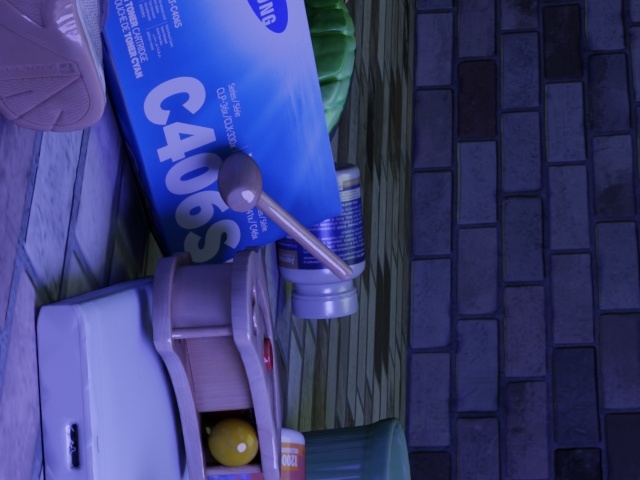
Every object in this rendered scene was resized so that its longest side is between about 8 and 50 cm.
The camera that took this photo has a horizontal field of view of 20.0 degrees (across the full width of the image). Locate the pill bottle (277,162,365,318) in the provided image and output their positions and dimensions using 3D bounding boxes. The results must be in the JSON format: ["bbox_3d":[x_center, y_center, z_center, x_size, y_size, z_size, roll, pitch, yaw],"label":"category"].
[{"bbox_3d":[0.000,0.000,2.295,0.112,0.112,0.186,-50,137,-78],"label":"pill bottle"}]

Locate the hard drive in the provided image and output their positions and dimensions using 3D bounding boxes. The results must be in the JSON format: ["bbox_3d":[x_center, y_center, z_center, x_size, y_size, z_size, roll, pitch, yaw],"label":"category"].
[{"bbox_3d":[-0.157,0.139,1.441,0.307,0.040,0.203,-18,106,-81],"label":"hard drive"}]

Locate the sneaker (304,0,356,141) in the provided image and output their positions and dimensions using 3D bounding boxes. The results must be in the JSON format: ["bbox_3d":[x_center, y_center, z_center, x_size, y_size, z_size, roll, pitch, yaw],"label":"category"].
[{"bbox_3d":[-0.035,-0.161,1.867,0.482,0.185,0.202,-79,160,-54],"label":"sneaker"}]

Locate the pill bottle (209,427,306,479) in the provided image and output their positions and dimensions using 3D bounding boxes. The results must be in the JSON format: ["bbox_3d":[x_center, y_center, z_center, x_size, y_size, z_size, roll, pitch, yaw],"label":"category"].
[{"bbox_3d":[-0.072,0.284,1.689,0.121,0.121,0.216,49,39,-77],"label":"pill bottle"}]

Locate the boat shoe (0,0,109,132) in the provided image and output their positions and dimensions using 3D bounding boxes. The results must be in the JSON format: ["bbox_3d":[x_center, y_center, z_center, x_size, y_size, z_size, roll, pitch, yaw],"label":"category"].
[{"bbox_3d":[-0.187,-0.186,1.150,0.285,0.103,0.092,82,4,-54],"label":"boat shoe"}]

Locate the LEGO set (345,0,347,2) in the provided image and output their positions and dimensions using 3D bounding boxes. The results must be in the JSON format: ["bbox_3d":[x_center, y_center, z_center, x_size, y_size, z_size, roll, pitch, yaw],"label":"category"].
[{"bbox_3d":[-0.041,-0.356,2.126,0.287,0.132,0.107,87,14,-51],"label":"LEGO set"}]

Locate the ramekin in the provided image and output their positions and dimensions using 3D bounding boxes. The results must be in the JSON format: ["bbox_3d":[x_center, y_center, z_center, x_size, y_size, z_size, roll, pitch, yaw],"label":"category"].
[{"bbox_3d":[0.029,0.373,2.252,0.303,0.148,0.303,-2,90,-82],"label":"ramekin"}]

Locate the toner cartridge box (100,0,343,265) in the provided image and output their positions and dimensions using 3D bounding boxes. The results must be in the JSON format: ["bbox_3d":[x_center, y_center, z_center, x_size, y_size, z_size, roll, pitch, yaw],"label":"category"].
[{"bbox_3d":[-0.090,-0.132,1.506,0.075,0.165,0.347,57,-14,41],"label":"toner cartridge box"}]

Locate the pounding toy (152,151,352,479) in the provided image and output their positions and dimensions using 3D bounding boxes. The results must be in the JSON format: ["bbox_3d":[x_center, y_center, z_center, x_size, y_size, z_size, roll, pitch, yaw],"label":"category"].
[{"bbox_3d":[-0.051,0.075,1.498,0.154,0.155,0.269,-84,169,-66],"label":"pounding toy"}]
